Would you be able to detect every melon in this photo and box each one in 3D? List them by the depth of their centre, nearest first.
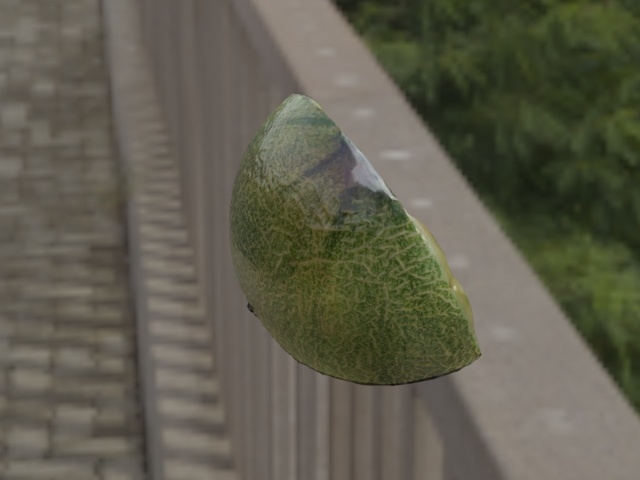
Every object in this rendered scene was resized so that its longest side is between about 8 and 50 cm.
[{"bbox_3d":[0.000,0.000,0.923,0.079,0.128,0.160,-32,69,-11],"label":"melon"}]
